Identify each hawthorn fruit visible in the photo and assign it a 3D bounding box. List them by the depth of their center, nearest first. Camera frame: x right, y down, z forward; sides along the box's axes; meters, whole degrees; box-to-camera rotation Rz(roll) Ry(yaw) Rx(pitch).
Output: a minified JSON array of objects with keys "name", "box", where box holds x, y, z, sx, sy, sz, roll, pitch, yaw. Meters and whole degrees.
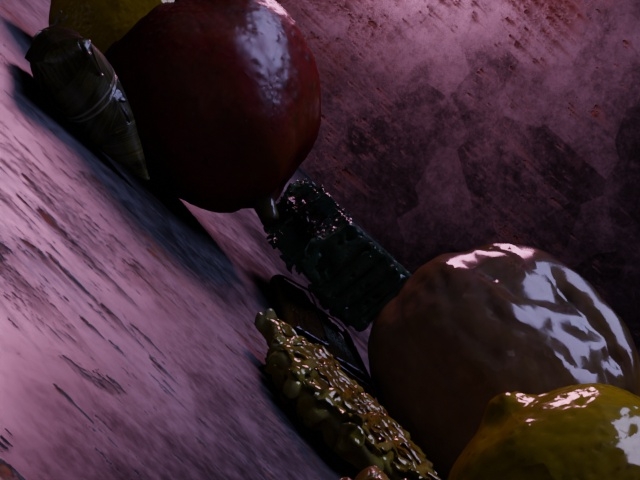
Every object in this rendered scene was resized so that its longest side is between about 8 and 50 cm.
[{"name":"hawthorn fruit","box":[-0.116,-0.161,1.742,0.307,0.265,0.265,63,11,15]}]

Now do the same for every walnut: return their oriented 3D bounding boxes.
[{"name":"walnut","box":[0.229,0.172,1.635,0.344,0.306,0.306,46,6,34]}]

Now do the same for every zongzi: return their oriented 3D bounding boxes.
[{"name":"zongzi","box":[-0.268,-0.164,1.641,0.184,0.084,0.187,57,-5,-25]}]

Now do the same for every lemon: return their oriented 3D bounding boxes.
[{"name":"lemon","box":[0.247,0.267,1.248,0.310,0.253,0.253,49,6,7]},{"name":"lemon","box":[-0.265,-0.294,1.925,0.260,0.204,0.204,40,6,-3]}]

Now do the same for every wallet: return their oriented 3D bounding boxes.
[{"name":"wallet","box":[0.001,0.111,1.675,0.133,0.039,0.243,40,5,-12]}]

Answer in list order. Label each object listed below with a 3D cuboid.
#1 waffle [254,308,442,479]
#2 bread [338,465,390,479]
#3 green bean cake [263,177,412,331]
[{"name":"waffle","box":[0.036,0.177,1.380,0.254,0.052,0.245,41,5,-40]},{"name":"bread","box":[0.049,0.223,1.159,0.083,0.046,0.081,47,0,42]},{"name":"green bean cake","box":[0.000,0.000,1.752,0.208,0.107,0.193,48,5,37]}]
